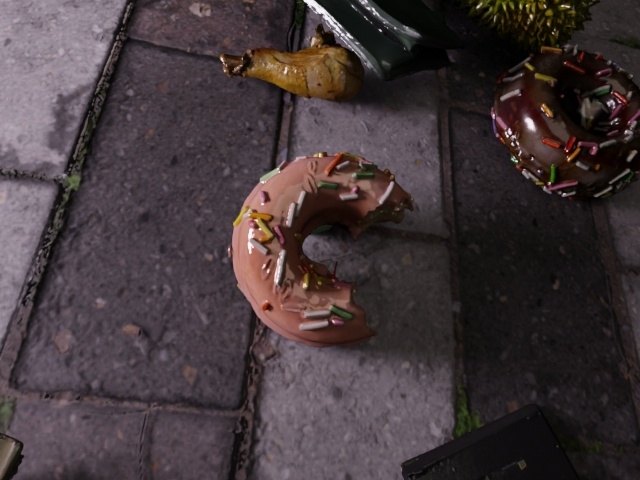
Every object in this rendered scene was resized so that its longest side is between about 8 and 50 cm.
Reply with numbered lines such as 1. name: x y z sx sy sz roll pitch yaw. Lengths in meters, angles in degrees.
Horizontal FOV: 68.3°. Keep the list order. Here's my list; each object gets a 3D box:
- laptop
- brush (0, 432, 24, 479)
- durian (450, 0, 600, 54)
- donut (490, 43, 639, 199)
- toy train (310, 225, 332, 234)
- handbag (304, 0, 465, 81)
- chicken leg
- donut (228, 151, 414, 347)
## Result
1. laptop: 0.197 0.275 0.517 0.197 0.016 0.135 -16 69 -19
2. brush: -0.313 0.264 0.403 0.034 0.027 0.190 20 70 1
3. durian: 0.318 -0.445 0.765 0.224 0.291 0.291 -20 66 17
4. donut: 0.399 -0.190 0.736 0.269 0.103 0.270 6 64 -12
5. toy train: -0.021 -0.046 0.610 0.053 0.033 0.083 -15 70 -23
6. handbag: 0.090 -0.356 0.712 0.247 0.079 0.260 47 39 8
7. chicken leg: -0.037 -0.254 0.675 0.207 0.085 0.101 3 90 -8
8. donut: 0.000 0.000 0.539 0.199 0.085 0.233 18 78 -8
